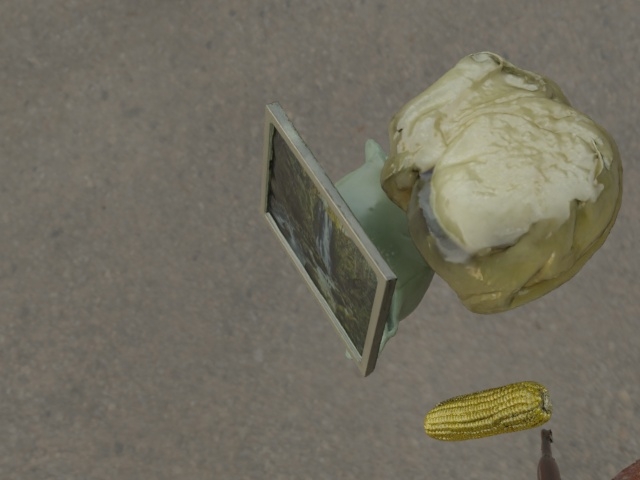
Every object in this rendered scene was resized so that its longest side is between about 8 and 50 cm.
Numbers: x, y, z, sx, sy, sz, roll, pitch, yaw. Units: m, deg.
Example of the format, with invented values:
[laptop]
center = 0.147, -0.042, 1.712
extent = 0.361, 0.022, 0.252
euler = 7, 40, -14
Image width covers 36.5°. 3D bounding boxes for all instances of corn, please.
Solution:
[corn]
center = 0.247, 0.256, 1.440
extent = 0.203, 0.072, 0.072
euler = -20, 64, 33

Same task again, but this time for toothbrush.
[toothbrush]
center = 0.358, 0.377, 1.520
extent = 0.040, 0.364, 0.041
euler = 2, 103, 10

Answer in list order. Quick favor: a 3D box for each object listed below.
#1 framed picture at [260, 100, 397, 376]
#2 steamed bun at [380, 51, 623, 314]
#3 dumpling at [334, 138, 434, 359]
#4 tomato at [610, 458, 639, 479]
[framed picture]
center = 0.000, 0.000, 1.311
extent = 0.020, 0.240, 0.324
euler = -21, 59, -20
[steamed bun]
center = 0.250, -0.076, 1.379
extent = 0.324, 0.230, 0.372
euler = -12, 52, -12
[dumpling]
center = 0.093, 0.030, 1.607
extent = 0.211, 0.270, 0.321
euler = 19, 59, 31
[tomato]
center = 0.636, 0.456, 1.586
extent = 0.338, 0.338, 0.144
euler = -21, 96, 17
